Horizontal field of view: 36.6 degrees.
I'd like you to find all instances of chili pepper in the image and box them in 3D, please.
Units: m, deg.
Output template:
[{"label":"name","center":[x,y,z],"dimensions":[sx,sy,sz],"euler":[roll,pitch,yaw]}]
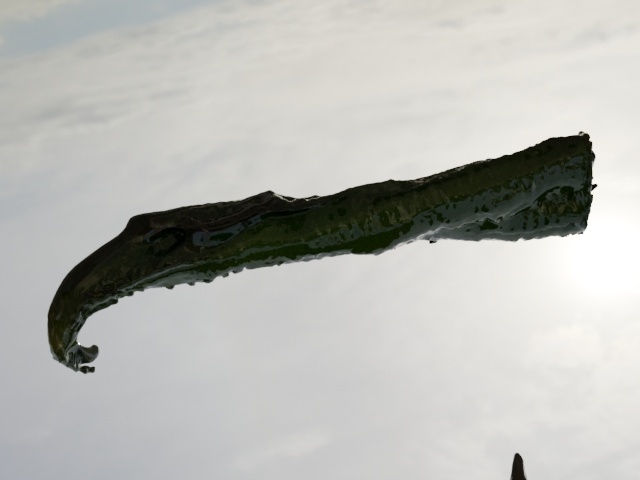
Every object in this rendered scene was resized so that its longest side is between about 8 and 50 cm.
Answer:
[{"label":"chili pepper","center":[-0.001,0.000,0.617],"dimensions":[0.359,0.085,0.076],"euler":[-14,-130,0]}]

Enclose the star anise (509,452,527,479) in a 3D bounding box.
[{"label":"star anise","center":[0.086,0.231,0.405],"dimensions":[0.148,0.218,0.227],"euler":[28,-105,44]}]
